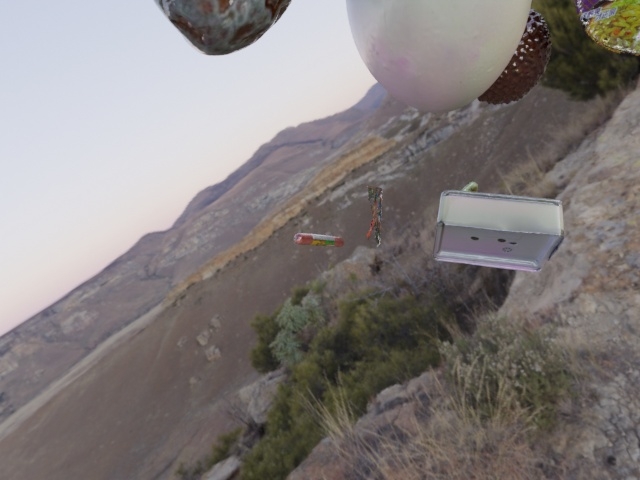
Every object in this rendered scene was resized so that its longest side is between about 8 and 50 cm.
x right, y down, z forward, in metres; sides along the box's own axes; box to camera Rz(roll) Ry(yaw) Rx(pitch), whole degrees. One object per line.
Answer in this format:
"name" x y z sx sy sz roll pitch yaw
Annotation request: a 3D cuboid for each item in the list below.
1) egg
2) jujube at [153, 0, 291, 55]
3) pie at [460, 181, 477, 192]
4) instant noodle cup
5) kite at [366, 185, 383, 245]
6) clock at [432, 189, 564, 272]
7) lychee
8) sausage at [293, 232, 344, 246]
"egg" 0.241 -0.430 0.971 0.355 0.339 0.354 -8 41 7
"jujube" -0.146 -0.459 0.764 0.307 0.215 0.246 -62 -25 11
"pie" 0.375 -0.114 1.198 0.085 0.017 0.085 -31 -33 -23
"instant noodle cup" 0.787 -0.644 1.142 0.340 0.339 0.266 -28 14 29
"kite" 0.137 -0.075 1.176 0.009 0.232 0.189 3 49 19
"clock" 0.295 -0.013 0.799 0.192 0.147 0.071 6 65 13
"lychee" 0.524 -0.541 1.362 0.304 0.275 0.276 -10 -9 -42
"sausage" 0.000 0.000 1.213 0.029 0.029 0.223 -27 -18 31
